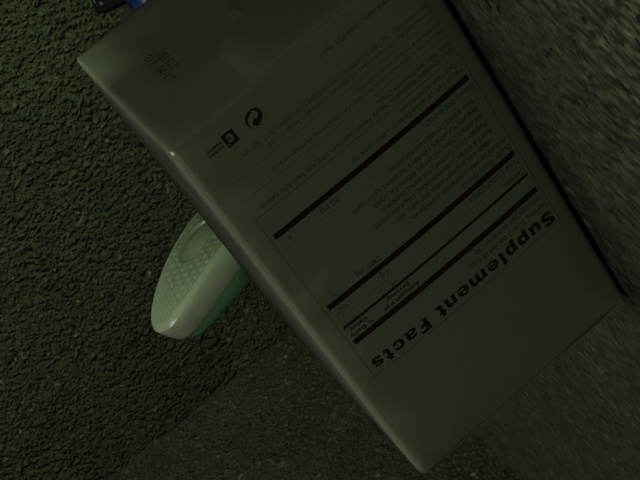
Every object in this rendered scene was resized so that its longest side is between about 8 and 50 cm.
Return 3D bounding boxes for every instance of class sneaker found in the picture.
[{"bbox_3d":[0.001,0.000,1.188,0.151,0.256,0.094,45,164,-23],"label":"sneaker"}]

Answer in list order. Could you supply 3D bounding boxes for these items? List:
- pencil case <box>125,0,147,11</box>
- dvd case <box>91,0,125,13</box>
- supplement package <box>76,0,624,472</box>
[{"bbox_3d":[-0.115,-0.225,1.222,0.119,0.133,0.306,5,-155,-30],"label":"pencil case"},{"bbox_3d":[-0.209,-0.322,1.438,0.239,0.029,0.179,69,161,-8],"label":"dvd case"},{"bbox_3d":[0.022,-0.037,1.020,0.293,0.175,0.177,54,174,-35],"label":"supplement package"}]
